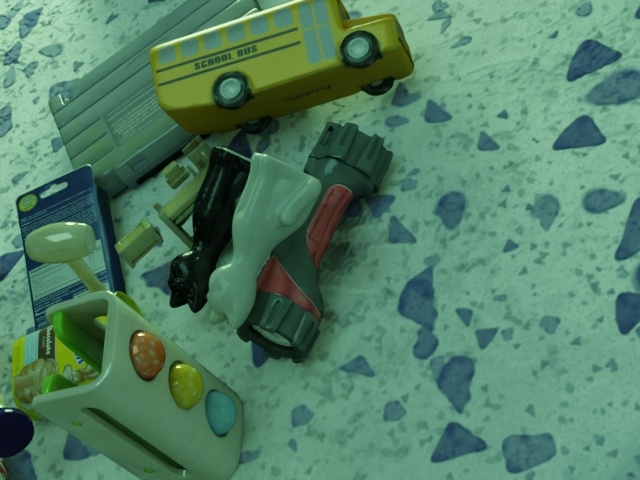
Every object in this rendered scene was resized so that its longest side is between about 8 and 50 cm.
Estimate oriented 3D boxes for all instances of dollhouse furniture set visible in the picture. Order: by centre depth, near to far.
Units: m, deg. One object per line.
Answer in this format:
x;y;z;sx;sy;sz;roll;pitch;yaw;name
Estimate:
-0.184;-0.032;1.848;0.182;0.101;0.161;-43;23;0;dollhouse furniture set

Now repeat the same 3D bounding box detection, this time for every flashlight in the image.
0.000;0.000;1.693;0.103;0.103;0.304;6;58;42;flashlight

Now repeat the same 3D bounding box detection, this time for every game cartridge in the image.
-0.222;-0.223;2.000;0.355;0.068;0.230;-34;52;7;game cartridge

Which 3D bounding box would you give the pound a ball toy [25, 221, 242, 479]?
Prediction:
-0.206;0.131;1.573;0.136;0.319;0.208;-15;53;23;pound a ball toy

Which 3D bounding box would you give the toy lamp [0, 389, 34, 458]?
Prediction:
-0.441;0.176;1.770;0.080;0.080;0.274;-41;37;1;toy lamp

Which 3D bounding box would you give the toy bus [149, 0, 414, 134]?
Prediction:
-0.051;-0.237;1.826;0.333;0.108;0.130;-16;70;11;toy bus

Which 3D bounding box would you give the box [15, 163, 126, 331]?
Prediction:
-0.349;0.016;1.900;0.136;0.036;0.225;-23;64;17;box

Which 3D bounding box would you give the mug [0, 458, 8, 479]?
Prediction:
-0.469;0.285;1.752;0.113;0.150;0.169;-40;41;24;mug

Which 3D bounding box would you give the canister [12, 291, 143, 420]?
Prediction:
-0.319;0.155;1.794;0.170;0.073;0.126;-24;51;18;canister

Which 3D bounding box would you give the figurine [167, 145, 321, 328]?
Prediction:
-0.104;0.002;1.659;0.215;0.092;0.209;15;79;63;figurine
